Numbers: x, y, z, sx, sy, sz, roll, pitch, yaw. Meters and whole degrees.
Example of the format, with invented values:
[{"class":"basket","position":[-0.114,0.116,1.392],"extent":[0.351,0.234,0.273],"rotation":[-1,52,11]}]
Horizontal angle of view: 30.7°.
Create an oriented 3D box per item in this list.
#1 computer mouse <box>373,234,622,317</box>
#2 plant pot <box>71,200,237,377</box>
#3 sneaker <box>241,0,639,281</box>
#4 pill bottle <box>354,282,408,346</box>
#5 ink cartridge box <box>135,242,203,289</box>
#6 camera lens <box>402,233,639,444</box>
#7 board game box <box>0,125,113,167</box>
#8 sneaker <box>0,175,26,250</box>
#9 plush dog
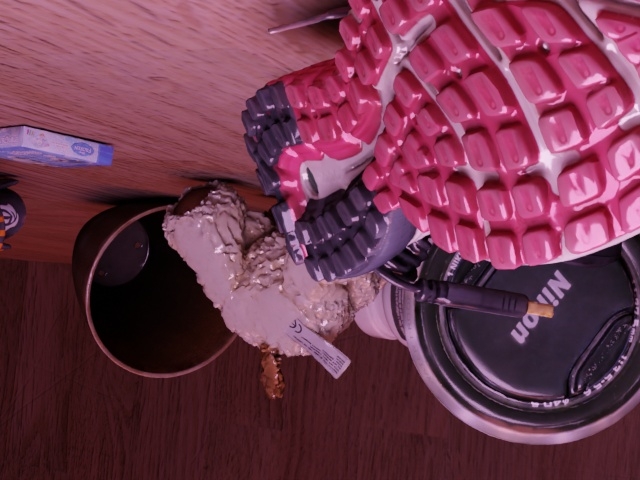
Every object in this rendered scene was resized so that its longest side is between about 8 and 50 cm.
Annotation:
[{"class":"computer mouse","position":[0.111,-0.022,0.677],"extent":[0.262,0.060,0.184],"rotation":[15,-149,-32]},{"class":"plant pot","position":[-0.232,0.037,1.492],"extent":[0.215,0.215,0.230],"rotation":[8,-172,-31]},{"class":"sneaker","position":[0.064,-0.061,0.446],"extent":[0.112,0.121,0.299],"rotation":[-24,-174,-21]},{"class":"pill bottle","position":[0.182,0.070,1.498],"extent":[0.278,0.162,0.162],"rotation":[2,175,43]},{"class":"ink cartridge box","position":[-0.067,0.051,1.666],"extent":[0.303,0.072,0.307],"rotation":[12,-169,-46]},{"class":"camera lens","position":[0.187,0.065,1.046],"extent":[0.219,0.219,0.274],"rotation":[5,175,7]},{"class":"board game box","position":[-0.243,-0.080,1.010],"extent":[0.090,0.020,0.090],"rotation":[1,172,45]},{"class":"sneaker","position":[-0.381,-0.035,1.254],"extent":[0.180,0.125,0.321],"rotation":[4,-172,-44]},{"class":"plush dog","position":[-0.001,0.027,1.207],"extent":[0.262,0.211,0.225],"rotation":[5,-158,33]}]
